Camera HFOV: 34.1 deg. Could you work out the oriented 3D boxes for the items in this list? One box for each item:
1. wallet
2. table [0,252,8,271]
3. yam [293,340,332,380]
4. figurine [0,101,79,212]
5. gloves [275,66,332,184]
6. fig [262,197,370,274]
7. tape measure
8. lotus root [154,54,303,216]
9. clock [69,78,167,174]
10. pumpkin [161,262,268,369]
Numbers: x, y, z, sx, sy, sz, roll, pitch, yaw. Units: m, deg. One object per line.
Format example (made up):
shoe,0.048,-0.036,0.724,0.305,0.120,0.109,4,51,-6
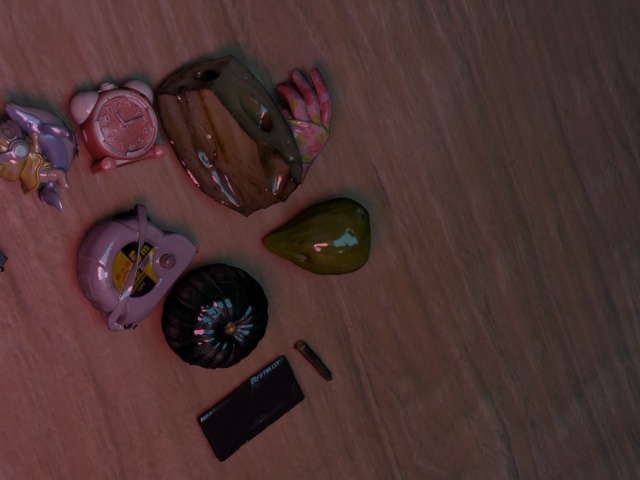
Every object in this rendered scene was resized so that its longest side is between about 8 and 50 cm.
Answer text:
wallet,-0.149,0.361,2.260,0.244,0.025,0.124,-35,116,-26
table,-0.647,0.100,1.797,0.121,0.111,0.240,40,74,-35
yam,-0.014,0.272,2.348,0.129,0.033,0.027,53,39,-34
figurine,-0.515,-0.148,1.850,0.184,0.128,0.208,-26,116,-29
gloves,-0.037,-0.245,2.194,0.145,0.126,0.241,18,95,-31
fig,0.016,-0.004,2.243,0.234,0.167,0.167,-10,103,-43
tape measure,-0.366,0.046,1.990,0.236,0.120,0.197,-56,130,-22
lotus root,-0.176,-0.213,2.079,0.314,0.210,0.142,61,26,-21
clock,-0.383,-0.217,1.964,0.166,0.093,0.162,-19,99,-33
pumpkin,-0.211,0.154,2.099,0.221,0.162,0.220,-10,111,-27
